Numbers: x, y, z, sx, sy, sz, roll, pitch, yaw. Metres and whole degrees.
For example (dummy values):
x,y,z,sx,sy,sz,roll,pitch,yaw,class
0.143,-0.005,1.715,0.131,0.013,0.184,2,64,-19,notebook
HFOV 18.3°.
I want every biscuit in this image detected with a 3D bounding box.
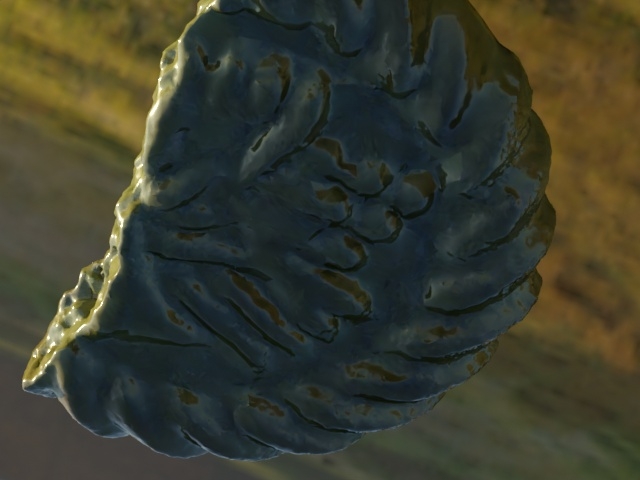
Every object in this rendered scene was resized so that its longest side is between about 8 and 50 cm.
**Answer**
x,y,z,sx,sy,sz,roll,pitch,yaw,class
0.000,0.000,0.817,0.187,0.273,0.036,20,-148,-8,biscuit
